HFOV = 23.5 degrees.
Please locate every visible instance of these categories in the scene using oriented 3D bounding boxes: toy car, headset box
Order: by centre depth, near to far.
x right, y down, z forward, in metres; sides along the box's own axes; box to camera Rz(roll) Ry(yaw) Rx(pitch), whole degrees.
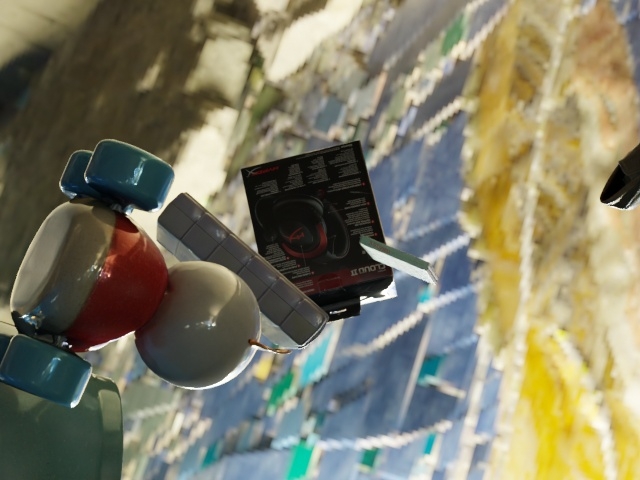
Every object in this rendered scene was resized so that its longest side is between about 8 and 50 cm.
[{"bbox_3d":[-0.142,0.062,1.354,0.238,0.219,0.210,26,169,-18],"label":"toy car"},{"bbox_3d":[0.000,0.000,2.633,0.218,0.293,0.110,-14,157,1],"label":"headset box"}]

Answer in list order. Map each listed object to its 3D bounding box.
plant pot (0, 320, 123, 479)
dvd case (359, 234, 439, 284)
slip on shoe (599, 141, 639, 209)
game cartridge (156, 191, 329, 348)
[{"bbox_3d":[-0.310,0.219,1.555,0.196,0.293,0.293,6,168,-19],"label":"plant pot"},{"bbox_3d":[0.094,0.024,1.813,0.087,0.013,0.119,23,174,12],"label":"dvd case"},{"bbox_3d":[0.375,-0.088,1.824,0.041,0.051,0.135,3,141,-21],"label":"slip on shoe"},{"bbox_3d":[-0.101,0.042,1.885,0.230,0.068,0.355,37,173,-3],"label":"game cartridge"}]
